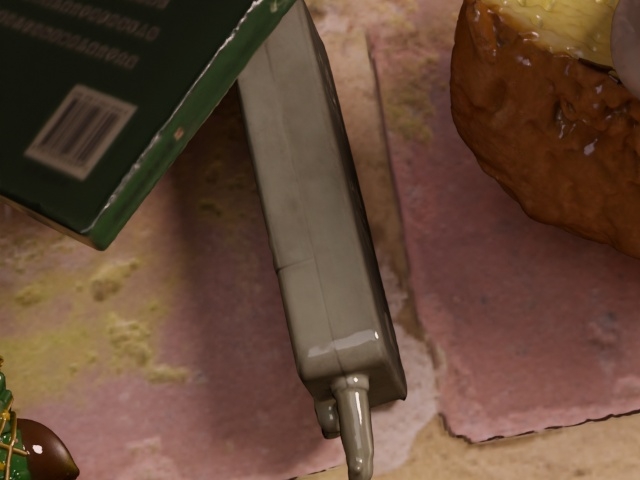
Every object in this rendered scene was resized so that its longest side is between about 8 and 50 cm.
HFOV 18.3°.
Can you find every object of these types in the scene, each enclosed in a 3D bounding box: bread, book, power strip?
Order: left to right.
[{"bbox_3d":[-0.095,-0.178,1.163,0.260,0.043,0.371,24,73,44],"label":"book"},{"bbox_3d":[0.000,0.000,1.102,0.053,0.093,0.288,-16,67,5],"label":"power strip"},{"bbox_3d":[0.180,-0.067,1.066,0.229,0.139,0.143,23,47,7],"label":"bread"}]

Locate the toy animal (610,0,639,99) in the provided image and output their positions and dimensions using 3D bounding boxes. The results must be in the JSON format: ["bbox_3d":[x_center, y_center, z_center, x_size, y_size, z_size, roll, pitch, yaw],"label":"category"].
[{"bbox_3d":[0.271,-0.158,0.963,0.271,0.206,0.265,-15,21,17],"label":"toy animal"}]

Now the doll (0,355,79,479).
[{"bbox_3d":[-0.188,0.111,1.097,0.078,0.077,0.113,-32,67,-14],"label":"doll"}]
